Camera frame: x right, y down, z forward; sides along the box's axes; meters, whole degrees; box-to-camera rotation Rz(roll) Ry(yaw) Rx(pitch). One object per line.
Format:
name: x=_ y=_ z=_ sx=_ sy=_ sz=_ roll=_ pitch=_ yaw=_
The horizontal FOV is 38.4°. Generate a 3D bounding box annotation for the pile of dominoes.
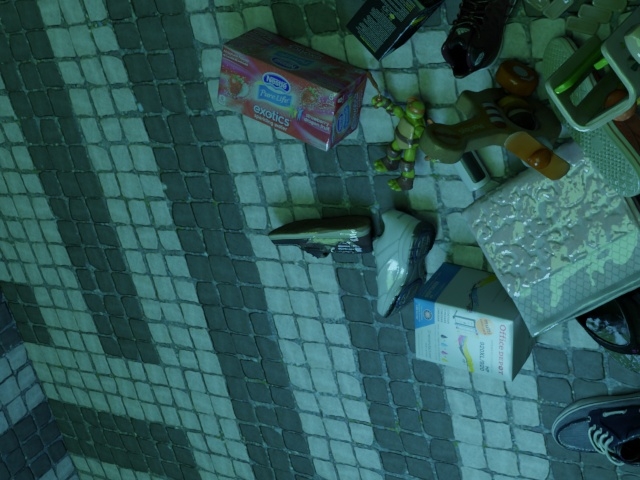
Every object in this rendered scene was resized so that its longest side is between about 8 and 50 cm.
pile of dominoes: x=0.483 y=-0.487 z=1.622 sx=0.196 sy=0.040 sz=0.251 roll=34 pitch=137 yaw=-13

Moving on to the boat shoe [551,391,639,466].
boat shoe: x=0.636 y=0.426 z=2.015 sx=0.340 sy=0.158 sz=0.127 roll=-31 pitch=98 yaw=43

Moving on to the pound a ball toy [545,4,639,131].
pound a ball toy: x=0.523 y=-0.295 z=1.528 sx=0.208 sy=0.319 sz=0.135 roll=-33 pitch=97 yaw=43

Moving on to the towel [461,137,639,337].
towel: x=0.482 y=-0.006 z=1.845 sx=0.332 sy=0.053 sz=0.317 roll=-34 pitch=78 yaw=34

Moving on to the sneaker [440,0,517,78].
sneaker: x=0.296 y=-0.427 z=1.710 sx=0.106 sy=0.162 sz=0.281 roll=20 pitch=128 yaw=24

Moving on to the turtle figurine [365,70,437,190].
turtle figurine: x=0.178 y=-0.229 z=1.972 sx=0.269 sy=0.087 sz=0.217 roll=44 pitch=140 yaw=27

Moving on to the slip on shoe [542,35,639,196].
slip on shoe: x=0.526 y=-0.239 z=1.720 sx=0.331 sy=0.101 sz=0.123 roll=58 pitch=155 yaw=8

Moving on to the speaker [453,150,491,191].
speaker: x=0.303 y=-0.173 z=1.941 sx=0.055 sy=0.055 sz=0.136 roll=-25 pitch=101 yaw=42

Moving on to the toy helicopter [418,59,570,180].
toy helicopter: x=0.324 y=-0.194 z=1.706 sx=0.235 sy=0.355 sz=0.140 roll=48 pitch=136 yaw=24

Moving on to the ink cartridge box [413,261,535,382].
ink cartridge box: x=0.350 y=0.181 z=2.053 sx=0.233 sy=0.168 sz=0.171 roll=12 pitch=123 yaw=28

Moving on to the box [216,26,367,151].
box: x=-0.065 y=-0.339 z=2.032 sx=0.300 sy=0.142 sz=0.154 roll=27 pitch=129 yaw=19

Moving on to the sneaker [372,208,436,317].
sneaker: x=0.179 y=0.053 z=2.156 sx=0.129 sy=0.111 sz=0.297 roll=37 pitch=131 yaw=31

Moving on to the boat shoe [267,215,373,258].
boat shoe: x=0.000 y=0.000 z=2.233 sx=0.285 sy=0.103 sz=0.092 roll=-5 pitch=110 yaw=30

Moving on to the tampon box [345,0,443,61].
tampon box: x=0.153 y=-0.456 z=1.820 sx=0.101 sy=0.120 sz=0.161 roll=47 pitch=134 yaw=1

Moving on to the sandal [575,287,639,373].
sandal: x=0.572 y=0.127 z=1.893 sx=0.445 sy=0.107 sz=0.167 roll=49 pitch=133 yaw=4
